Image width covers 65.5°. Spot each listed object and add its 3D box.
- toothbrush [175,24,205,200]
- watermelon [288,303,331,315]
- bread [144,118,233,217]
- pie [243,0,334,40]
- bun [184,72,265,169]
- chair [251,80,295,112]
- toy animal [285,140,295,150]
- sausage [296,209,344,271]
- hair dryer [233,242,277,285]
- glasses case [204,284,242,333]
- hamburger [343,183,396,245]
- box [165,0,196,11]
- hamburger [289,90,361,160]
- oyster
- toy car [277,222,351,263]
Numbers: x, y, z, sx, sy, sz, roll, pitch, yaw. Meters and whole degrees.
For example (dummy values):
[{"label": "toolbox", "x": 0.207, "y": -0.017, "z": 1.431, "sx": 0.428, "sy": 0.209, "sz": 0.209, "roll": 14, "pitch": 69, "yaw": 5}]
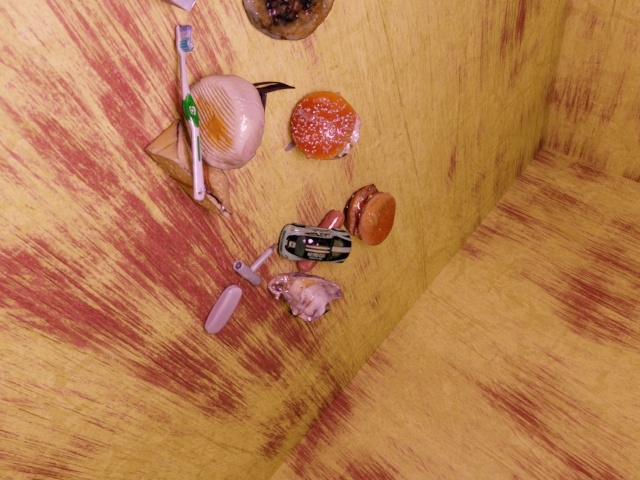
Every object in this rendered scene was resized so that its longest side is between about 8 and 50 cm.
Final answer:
[{"label": "toothbrush", "x": -0.317, "y": -0.304, "z": 1.212, "sx": 0.042, "sy": 0.040, "sz": 0.417, "roll": -23, "pitch": 114, "yaw": -62}, {"label": "watermelon", "x": -0.046, "y": 0.309, "z": 2.228, "sx": 0.146, "sy": 0.128, "sz": 0.231, "roll": -41, "pitch": 151, "yaw": 7}, {"label": "bread", "x": -0.344, "y": -0.187, "z": 1.351, "sx": 0.266, "sy": 0.142, "sz": 0.178, "roll": 59, "pitch": 29, "yaw": -51}, {"label": "pie", "x": -0.078, "y": -0.681, "z": 1.318, "sx": 0.323, "sy": 0.071, "sz": 0.323, "roll": -33, "pitch": 142, "yaw": -31}, {"label": "bun", "x": -0.239, "y": -0.310, "z": 1.279, "sx": 0.153, "sy": 0.244, "sz": 0.243, "roll": -15, "pitch": 130, "yaw": -57}, {"label": "chair", "x": -0.169, "y": -0.402, "z": 1.430, "sx": 0.213, "sy": 0.084, "sz": 0.101, "roll": -17, "pitch": 127, "yaw": -47}, {"label": "toy animal", "x": -0.033, "y": -0.370, "z": 1.686, "sx": 0.217, "sy": 0.041, "sz": 0.074, "roll": -30, "pitch": 141, "yaw": -30}, {"label": "sausage", "x": -0.001, "y": 0.001, "z": 2.016, "sx": 0.289, "sy": 0.086, "sz": 0.086, "roll": -57, "pitch": 149, "yaw": -1}, {"label": "hair dryer", "x": -0.225, "y": 0.063, "z": 1.817, "sx": 0.183, "sy": 0.044, "sz": 0.155, "roll": -56, "pitch": 150, "yaw": -11}, {"label": "glasses case", "x": -0.350, "y": 0.249, "z": 1.792, "sx": 0.197, "sy": 0.049, "sz": 0.076, "roll": -60, "pitch": 148, "yaw": 5}, {"label": "hamburger", "x": 0.221, "y": -0.110, "z": 2.145, "sx": 0.244, "sy": 0.163, "sz": 0.244, "roll": -32, "pitch": 140, "yaw": -32}, {"label": "box", "x": -0.370, "y": -0.557, "z": 0.964, "sx": 0.269, "sy": 0.135, "sz": 0.079, "roll": 13, "pitch": 107, "yaw": -57}, {"label": "hamburger", "x": 0.015, "y": -0.368, "z": 1.597, "sx": 0.237, "sy": 0.147, "sz": 0.236, "roll": -2, "pitch": 98, "yaw": -12}, {"label": "oyster", "x": -0.058, "y": 0.216, "z": 2.034, "sx": 0.275, "sy": 0.100, "sz": 0.270, "roll": -26, "pitch": 114, "yaw": -17}, {"label": "toy car", "x": -0.006, "y": 0.021, "z": 1.900, "sx": 0.306, "sy": 0.125, "sz": 0.136, "roll": 7, "pitch": 102, "yaw": -25}]
